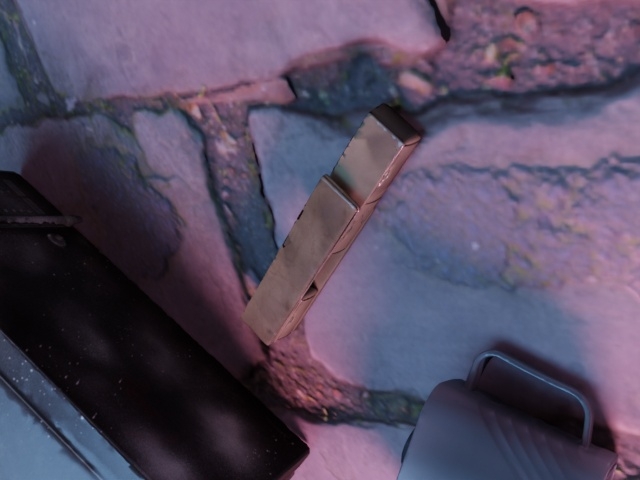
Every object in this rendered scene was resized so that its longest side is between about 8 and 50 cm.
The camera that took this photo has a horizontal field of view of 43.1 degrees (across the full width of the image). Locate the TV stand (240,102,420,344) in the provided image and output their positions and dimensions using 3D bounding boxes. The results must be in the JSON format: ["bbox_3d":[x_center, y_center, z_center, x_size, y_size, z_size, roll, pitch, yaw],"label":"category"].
[{"bbox_3d":[0.000,0.000,0.606,0.036,0.042,0.249,46,137,13],"label":"TV stand"}]

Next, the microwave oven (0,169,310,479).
[{"bbox_3d":[-0.294,0.187,0.735,0.432,0.236,0.374,41,102,13],"label":"microwave oven"}]

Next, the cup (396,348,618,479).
[{"bbox_3d":[0.129,0.146,0.554,0.129,0.095,0.128,21,92,26],"label":"cup"}]
